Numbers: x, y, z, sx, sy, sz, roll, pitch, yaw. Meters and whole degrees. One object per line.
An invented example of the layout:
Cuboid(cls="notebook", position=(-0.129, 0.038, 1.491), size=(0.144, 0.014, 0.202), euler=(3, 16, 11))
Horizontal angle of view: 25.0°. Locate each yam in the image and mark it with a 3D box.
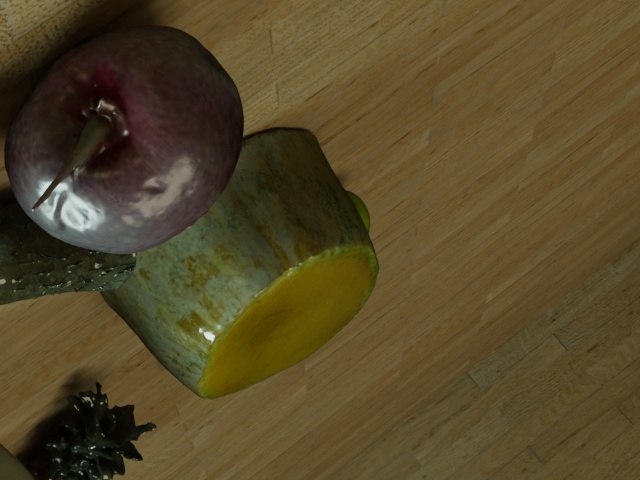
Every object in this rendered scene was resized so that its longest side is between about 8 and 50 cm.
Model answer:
Cuboid(cls="yam", position=(-0.275, 0.008, 1.406), size=(0.183, 0.107, 0.107), euler=(-11, 147, -53))

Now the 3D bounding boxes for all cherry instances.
Cuboid(cls="cherry", position=(-0.168, -0.086, 1.269), size=(0.213, 0.184, 0.266), euler=(-32, 179, 2))

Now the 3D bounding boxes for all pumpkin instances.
Cuboid(cls="pumpkin", position=(-0.076, 0.039, 1.756), size=(0.332, 0.199, 0.332), euler=(-39, 163, -14))

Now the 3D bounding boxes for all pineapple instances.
Cuboid(cls="pineapple", position=(-0.340, 0.315, 1.998), size=(0.169, 0.169, 0.340), euler=(-20, 143, -48))

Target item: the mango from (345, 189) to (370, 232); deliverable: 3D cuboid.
Cuboid(cls="mango", position=(-0.002, -0.001, 1.976), size=(0.163, 0.089, 0.117), euler=(-44, 162, 15))

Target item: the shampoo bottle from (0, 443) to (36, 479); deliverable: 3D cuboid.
Cuboid(cls="shampoo bottle", position=(-0.449, 0.356, 1.584), size=(0.322, 0.317, 0.322), euler=(-34, 172, -5))
